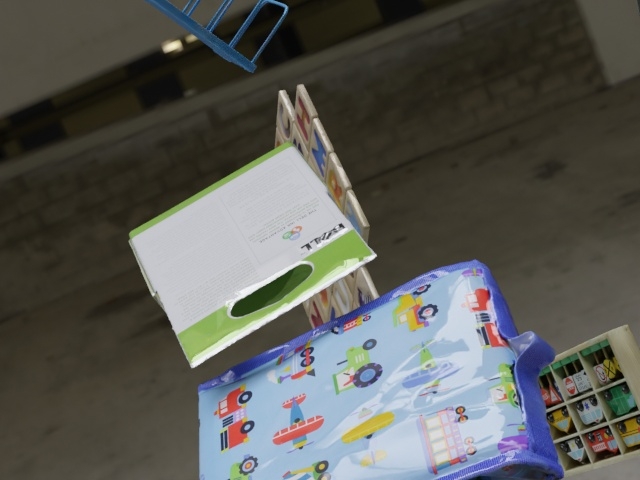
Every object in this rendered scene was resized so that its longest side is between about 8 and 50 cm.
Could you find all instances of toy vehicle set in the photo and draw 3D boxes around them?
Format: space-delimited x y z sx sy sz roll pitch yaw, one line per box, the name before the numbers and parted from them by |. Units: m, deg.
toy vehicle set | 0.380 0.227 1.815 0.035 0.166 0.267 -18 -11 -22

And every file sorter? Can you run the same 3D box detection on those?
file sorter | -0.145 -0.322 1.761 0.104 0.170 0.118 -55 27 2

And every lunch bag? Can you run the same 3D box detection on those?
lunch bag | 0.052 0.149 1.027 0.293 0.138 0.221 -36 33 20

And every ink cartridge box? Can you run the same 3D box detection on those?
ink cartridge box | -0.053 0.035 1.203 0.189 0.097 0.255 -30 32 -3

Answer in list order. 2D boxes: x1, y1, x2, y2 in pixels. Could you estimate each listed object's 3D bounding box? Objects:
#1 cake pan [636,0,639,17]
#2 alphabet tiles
cake pan | 0.324 -0.171 0.819 0.293 0.293 0.054 -13 10 41
alphabet tiles | 0.000 0.000 1.516 0.011 0.285 0.342 -11 50 -15
